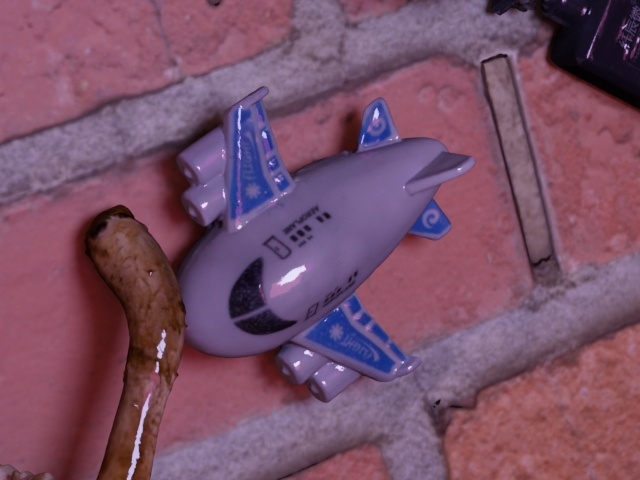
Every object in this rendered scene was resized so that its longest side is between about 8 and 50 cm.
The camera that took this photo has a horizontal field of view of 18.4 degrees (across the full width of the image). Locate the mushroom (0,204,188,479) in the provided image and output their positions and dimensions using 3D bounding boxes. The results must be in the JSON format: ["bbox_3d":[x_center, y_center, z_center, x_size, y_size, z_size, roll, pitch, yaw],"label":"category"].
[{"bbox_3d":[-0.151,0.143,1.432,0.208,0.233,0.302,-12,105,-49],"label":"mushroom"}]

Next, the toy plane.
[{"bbox_3d":[-0.003,0.000,1.563,0.267,0.122,0.267,-3,97,-23],"label":"toy plane"}]

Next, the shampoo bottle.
[{"bbox_3d":[0.288,-0.166,1.717,0.309,0.071,0.098,25,85,-26],"label":"shampoo bottle"}]
